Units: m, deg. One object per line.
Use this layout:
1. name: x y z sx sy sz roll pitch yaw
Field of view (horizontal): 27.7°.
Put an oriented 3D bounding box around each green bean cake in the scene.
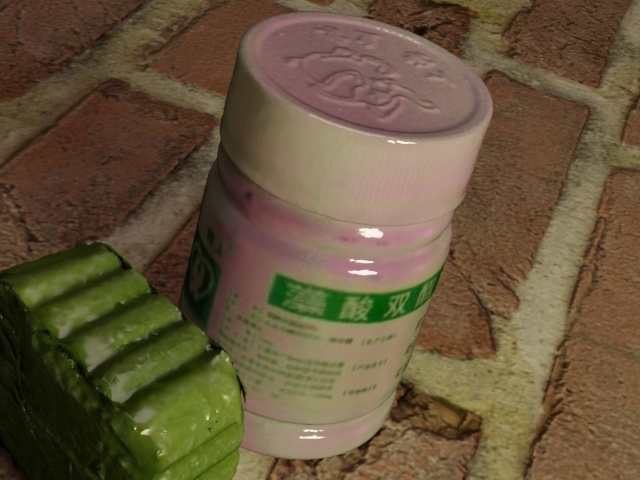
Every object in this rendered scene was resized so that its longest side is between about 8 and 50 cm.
1. green bean cake: -0.156 0.124 0.951 0.113 0.200 0.214 -28 56 -35

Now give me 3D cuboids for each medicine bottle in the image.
1. medicine bottle: 0.000 0.000 1.080 0.212 0.325 0.212 12 32 -8
